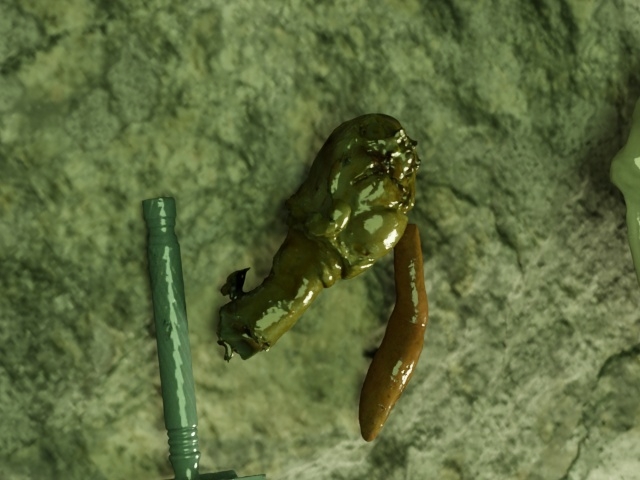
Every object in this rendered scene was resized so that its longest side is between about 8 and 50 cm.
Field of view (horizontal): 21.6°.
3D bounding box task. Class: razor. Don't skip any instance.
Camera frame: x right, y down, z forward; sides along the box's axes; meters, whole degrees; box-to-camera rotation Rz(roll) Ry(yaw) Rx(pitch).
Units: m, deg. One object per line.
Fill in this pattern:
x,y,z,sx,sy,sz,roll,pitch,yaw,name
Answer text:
-0.111,0.084,1.254,0.106,0.068,0.232,-6,89,-24,razor

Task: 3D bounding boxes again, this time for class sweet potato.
0.063,0.075,1.340,0.044,0.044,0.179,16,86,-23,sweet potato

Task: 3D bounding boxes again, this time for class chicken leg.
0.000,0.000,1.276,0.228,0.103,0.088,-53,125,-10,chicken leg

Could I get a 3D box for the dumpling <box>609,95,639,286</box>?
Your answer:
0.375,-0.004,1.393,0.318,0.187,0.243,45,71,-21,dumpling
